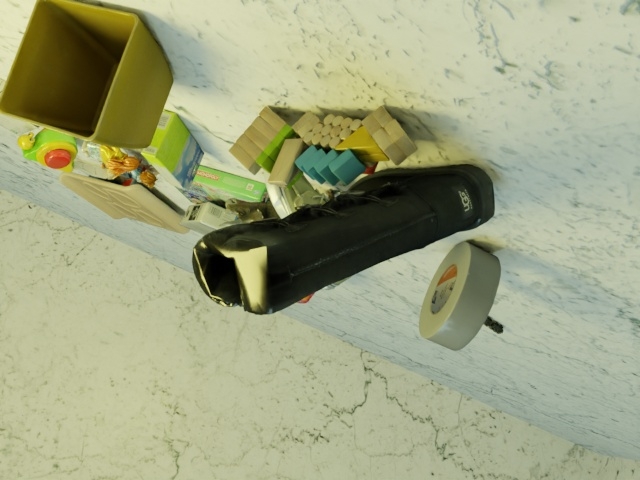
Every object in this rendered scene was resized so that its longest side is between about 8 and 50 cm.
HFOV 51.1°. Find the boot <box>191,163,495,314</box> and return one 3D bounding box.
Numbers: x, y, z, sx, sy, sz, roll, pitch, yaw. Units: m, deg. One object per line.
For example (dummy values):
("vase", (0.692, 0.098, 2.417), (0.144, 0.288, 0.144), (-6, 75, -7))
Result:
("boot", (0.001, -0.001, 1.062), (0.367, 0.445, 0.146), (-16, 96, 55))

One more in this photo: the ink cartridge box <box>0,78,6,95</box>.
("ink cartridge box", (-0.805, -0.378, 1.692), (0.083, 0.048, 0.028), (26, 165, -10))

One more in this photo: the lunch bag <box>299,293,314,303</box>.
("lunch bag", (-0.108, 0.053, 1.915), (0.258, 0.120, 0.293), (27, 151, -3))

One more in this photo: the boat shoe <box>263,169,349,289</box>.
("boat shoe", (-0.016, -0.050, 1.342), (0.094, 0.302, 0.109), (-25, -179, 25))

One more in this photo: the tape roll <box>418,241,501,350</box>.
("tape roll", (0.287, 0.115, 1.394), (0.072, 0.219, 0.219), (24, 165, -7))

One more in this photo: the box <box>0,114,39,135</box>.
("box", (-0.917, -0.397, 1.790), (0.322, 0.058, 0.232), (32, 163, -33))

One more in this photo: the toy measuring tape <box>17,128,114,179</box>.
("toy measuring tape", (-0.703, -0.251, 1.918), (0.121, 0.121, 0.330), (13, 179, 36))

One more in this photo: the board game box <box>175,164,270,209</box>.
("board game box", (-0.246, -0.119, 1.738), (0.317, 0.046, 0.213), (18, 164, 22))

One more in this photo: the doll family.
("doll family", (-0.504, -0.196, 1.722), (0.163, 0.118, 0.263), (19, 165, 16))

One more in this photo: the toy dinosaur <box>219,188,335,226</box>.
("toy dinosaur", (-0.052, -0.044, 1.477), (0.313, 0.160, 0.121), (18, 165, 24))

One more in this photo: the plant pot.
("plant pot", (-0.380, -0.266, 1.156), (0.212, 0.212, 0.187), (18, 177, 20))

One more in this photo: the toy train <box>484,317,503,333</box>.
("toy train", (0.461, 0.225, 1.884), (0.158, 0.027, 0.036), (33, 166, -30))

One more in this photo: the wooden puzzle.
("wooden puzzle", (-0.637, -0.141, 2.224), (0.348, 0.080, 0.322), (10, 161, 29))

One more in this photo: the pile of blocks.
("pile of blocks", (0.009, -0.130, 1.105), (0.362, 0.149, 0.112), (9, 159, 42))

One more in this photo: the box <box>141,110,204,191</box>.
("box", (-0.319, -0.193, 1.468), (0.042, 0.109, 0.178), (15, 163, 16))

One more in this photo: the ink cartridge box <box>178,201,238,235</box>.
("ink cartridge box", (-0.285, -0.044, 1.867), (0.165, 0.065, 0.333), (23, 171, -22))
